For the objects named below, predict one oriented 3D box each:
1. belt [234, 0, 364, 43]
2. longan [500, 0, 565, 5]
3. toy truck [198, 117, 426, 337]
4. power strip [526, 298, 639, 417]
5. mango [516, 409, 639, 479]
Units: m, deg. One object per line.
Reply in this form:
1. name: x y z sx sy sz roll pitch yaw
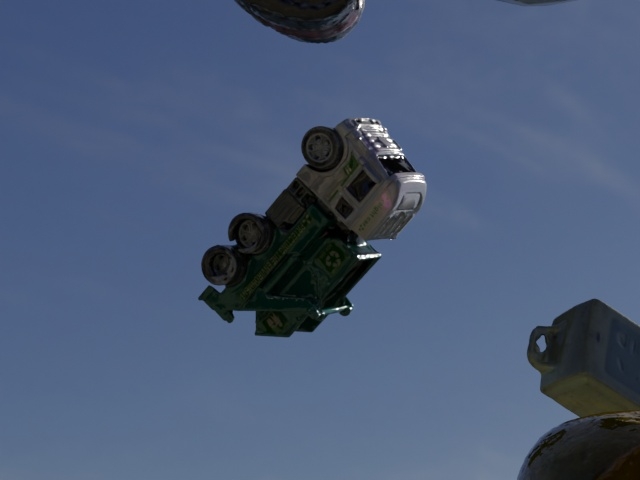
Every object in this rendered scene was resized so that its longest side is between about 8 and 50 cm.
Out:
1. belt: -0.116 -0.219 0.829 0.359 0.126 0.094 23 2 8
2. longan: 0.244 -0.470 1.810 0.336 0.404 0.404 -3 -18 -5
3. toy truck: 0.000 0.000 1.375 0.216 0.116 0.110 -49 -17 19
4. power strip: 0.270 0.132 1.158 0.272 0.078 0.052 33 -39 -21
5. mango: 0.225 0.170 0.870 0.262 0.130 0.167 12 -3 40
